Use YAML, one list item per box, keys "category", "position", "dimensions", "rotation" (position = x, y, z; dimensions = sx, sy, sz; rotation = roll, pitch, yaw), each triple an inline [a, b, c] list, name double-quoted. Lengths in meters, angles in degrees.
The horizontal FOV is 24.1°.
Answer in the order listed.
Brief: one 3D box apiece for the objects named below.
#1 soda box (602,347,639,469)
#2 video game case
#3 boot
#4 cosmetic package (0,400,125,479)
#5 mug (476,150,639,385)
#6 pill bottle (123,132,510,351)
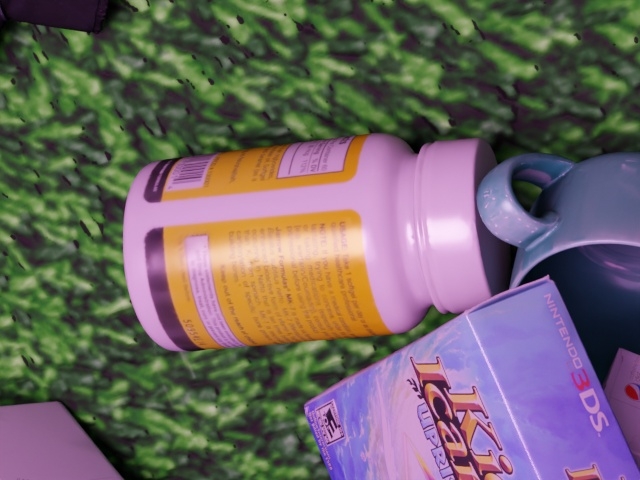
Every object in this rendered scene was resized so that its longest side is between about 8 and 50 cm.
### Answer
- category: "soda box"
  position: [0.168, 0.162, 0.862]
  dimensions: [0.074, 0.069, 0.216]
  rotation: [22, 137, 10]
- category: "video game case"
  position: [0.102, 0.181, 0.825]
  dimensions: [0.269, 0.061, 0.244]
  rotation: [67, 153, 9]
- category: "boot"
  position: [-0.184, -0.143, 0.928]
  dimensions: [0.099, 0.045, 0.121]
  rotation: [3, 138, -14]
- category: "cosmetic package"
  position: [-0.204, 0.220, 0.955]
  dimensions: [0.184, 0.151, 0.151]
  rotation: [44, 115, 30]
- category: "mug"
  position: [0.170, 0.004, 0.830]
  dimensions: [0.130, 0.097, 0.157]
  rotation: [-5, 131, 25]
- category: "pill bottle"
  position: [0.000, 0.000, 0.884]
  dimensions: [0.209, 0.119, 0.119]
  rotation: [-5, 104, 18]
